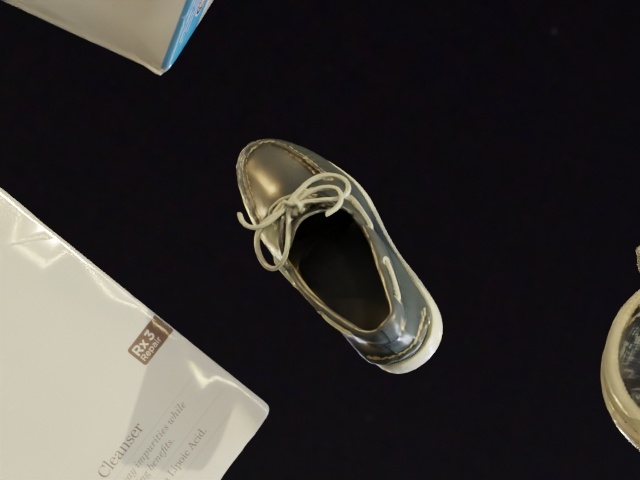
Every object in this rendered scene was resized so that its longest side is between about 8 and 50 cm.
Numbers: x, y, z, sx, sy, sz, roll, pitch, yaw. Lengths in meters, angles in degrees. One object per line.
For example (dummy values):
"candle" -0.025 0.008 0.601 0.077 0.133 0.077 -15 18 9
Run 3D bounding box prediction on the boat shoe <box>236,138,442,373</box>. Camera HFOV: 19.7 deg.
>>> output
"boat shoe" 0.000 0.000 1.445 0.254 0.095 0.079 58 10 35

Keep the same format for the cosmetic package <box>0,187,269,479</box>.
"cosmetic package" -0.263 0.104 1.545 0.385 0.217 0.156 39 -13 -18

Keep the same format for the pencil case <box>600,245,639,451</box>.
"pencil case" 0.295 0.170 1.034 0.410 0.160 0.183 57 -6 -35

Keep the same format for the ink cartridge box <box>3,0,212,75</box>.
"ink cartridge box" -0.103 -0.246 1.050 0.168 0.233 0.171 25 -55 -1
